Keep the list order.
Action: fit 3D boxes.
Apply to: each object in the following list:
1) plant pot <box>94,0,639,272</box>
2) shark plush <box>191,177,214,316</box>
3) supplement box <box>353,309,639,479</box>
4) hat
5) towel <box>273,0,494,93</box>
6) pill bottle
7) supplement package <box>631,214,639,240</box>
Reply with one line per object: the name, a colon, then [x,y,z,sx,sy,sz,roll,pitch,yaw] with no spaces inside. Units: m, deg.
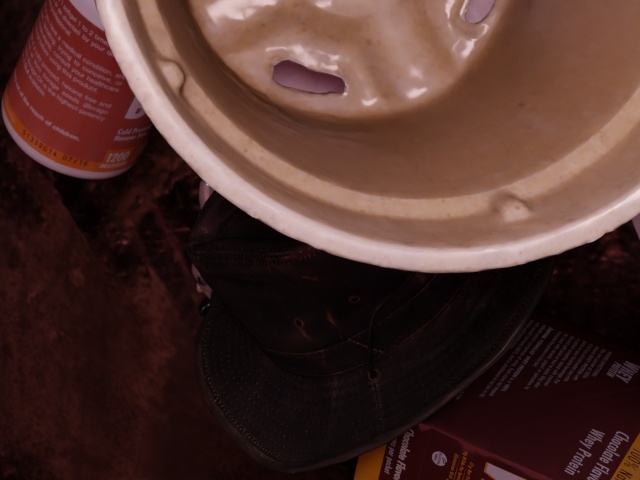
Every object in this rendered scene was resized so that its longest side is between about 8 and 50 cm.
plant pot: [0.038,-0.167,0.970,0.334,0.305,0.333,-1,96,-8]
shark plush: [-0.071,0.021,1.490,0.067,0.073,0.161,5,116,-6]
supplement box: [0.151,0.159,1.341,0.194,0.191,0.129,22,123,18]
hat: [0.000,0.000,1.276,0.331,0.331,0.134,-21,140,36]
towel: [0.053,-0.244,1.165,0.317,0.053,0.331,-13,118,-3]
pill bottle: [-0.157,-0.159,1.399,0.121,0.121,0.216,38,128,8]
supplement package: [0.341,0.004,1.143,0.198,0.199,0.262,-15,107,33]
